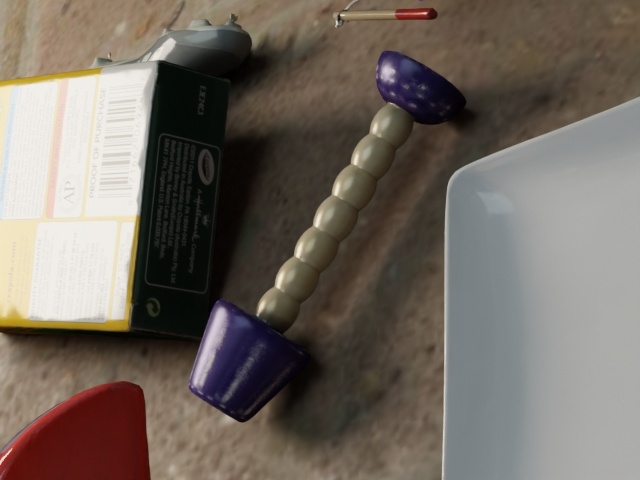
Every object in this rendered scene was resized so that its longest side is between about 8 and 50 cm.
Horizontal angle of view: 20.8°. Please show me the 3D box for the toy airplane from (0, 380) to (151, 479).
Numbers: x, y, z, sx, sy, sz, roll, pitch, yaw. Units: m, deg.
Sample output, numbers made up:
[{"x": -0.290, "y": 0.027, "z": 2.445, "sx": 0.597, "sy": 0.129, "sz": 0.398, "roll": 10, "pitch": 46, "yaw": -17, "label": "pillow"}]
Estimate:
[{"x": -0.220, "y": 0.311, "z": 1.056, "sx": 0.384, "sy": 0.272, "sz": 0.386, "roll": -91, "pitch": 26, "yaw": -56, "label": "toy airplane"}]

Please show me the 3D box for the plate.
[{"x": 0.195, "y": 0.037, "z": 1.019, "sx": 0.277, "sy": 0.045, "sz": 0.278, "roll": -21, "pitch": 50, "yaw": 33, "label": "plate"}]

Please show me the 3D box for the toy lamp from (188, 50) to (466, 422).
[{"x": 0.000, "y": 0.000, "z": 1.216, "sx": 0.080, "sy": 0.080, "sz": 0.274, "roll": 26, "pitch": 80, "yaw": 50, "label": "toy lamp"}]

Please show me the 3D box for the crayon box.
[{"x": -0.216, "y": -0.027, "z": 1.401, "sx": 0.323, "sy": 0.083, "sz": 0.203, "roll": -1, "pitch": 81, "yaw": 44, "label": "crayon box"}]

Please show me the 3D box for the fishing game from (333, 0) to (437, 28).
[{"x": 0.119, "y": -0.254, "z": 1.291, "sx": 0.264, "sy": 0.041, "sz": 0.189, "roll": -54, "pitch": 28, "yaw": -14, "label": "fishing game"}]

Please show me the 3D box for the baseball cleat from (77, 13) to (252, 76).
[{"x": -0.134, "y": -0.115, "z": 1.447, "sx": 0.206, "sy": 0.072, "sz": 0.109, "roll": -15, "pitch": 68, "yaw": 44, "label": "baseball cleat"}]
